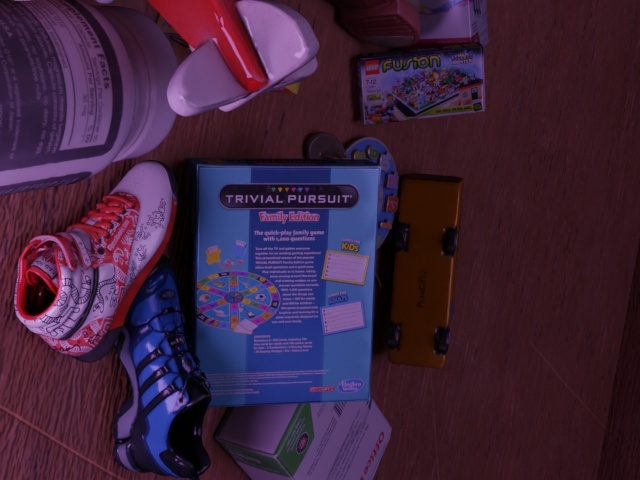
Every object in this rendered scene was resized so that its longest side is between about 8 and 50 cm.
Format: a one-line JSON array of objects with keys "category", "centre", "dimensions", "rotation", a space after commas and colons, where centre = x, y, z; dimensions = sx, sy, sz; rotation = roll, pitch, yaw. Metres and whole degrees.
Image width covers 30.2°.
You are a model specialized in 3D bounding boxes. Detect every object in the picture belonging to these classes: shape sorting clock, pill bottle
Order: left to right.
[{"category": "pill bottle", "centre": [-0.318, -0.147, 1.183], "dimensions": [0.361, 0.204, 0.204], "rotation": [-16, 111, -56]}, {"category": "shape sorting clock", "centre": [0.074, -0.071, 1.985], "dimensions": [0.206, 0.040, 0.206], "rotation": [-21, 115, -55]}]

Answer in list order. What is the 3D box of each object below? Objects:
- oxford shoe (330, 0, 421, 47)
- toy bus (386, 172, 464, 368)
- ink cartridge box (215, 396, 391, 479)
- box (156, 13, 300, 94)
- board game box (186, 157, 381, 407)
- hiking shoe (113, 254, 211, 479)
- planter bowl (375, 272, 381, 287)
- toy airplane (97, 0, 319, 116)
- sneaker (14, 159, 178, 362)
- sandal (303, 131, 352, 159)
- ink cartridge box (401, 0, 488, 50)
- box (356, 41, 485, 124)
[{"category": "oxford shoe", "centre": [0.049, -0.438, 1.785], "dimensions": [0.397, 0.141, 0.146], "rotation": [43, 51, -62]}, {"category": "toy bus", "centre": [0.188, 0.053, 2.113], "dimensions": [0.130, 0.108, 0.332], "rotation": [-39, 134, -76]}, {"category": "ink cartridge box", "centre": [-0.017, 0.304, 1.856], "dimensions": [0.211, 0.122, 0.289], "rotation": [-62, 144, -28]}, {"category": "box", "centre": [-0.116, -0.262, 1.592], "dimensions": [0.232, 0.087, 0.058], "rotation": [23, 80, -59]}, {"category": "board game box", "centre": [-0.054, 0.056, 1.637], "dimensions": [0.254, 0.079, 0.335], "rotation": [0, 101, -14]}, {"category": "hiking shoe", "centre": [-0.191, 0.164, 1.533], "dimensions": [0.113, 0.132, 0.303], "rotation": [-22, 116, -54]}, {"category": "planter bowl", "centre": [0.000, 0.000, 1.796], "dimensions": [0.090, 0.217, 0.217], "rotation": [-30, 135, -1]}, {"category": "toy airplane", "centre": [-0.124, -0.314, 1.146], "dimensions": [0.385, 0.272, 0.386], "rotation": [20, 43, -18]}, {"category": "sneaker", "centre": [-0.267, 0.002, 1.411], "dimensions": [0.145, 0.090, 0.270], "rotation": [44, 63, -56]}, {"category": "sandal", "centre": [0.038, -0.097, 1.878], "dimensions": [0.072, 0.049, 0.180], "rotation": [-44, 118, -27]}, {"category": "ink cartridge box", "centre": [0.209, -0.408, 2.015], "dimensions": [0.128, 0.127, 0.176], "rotation": [-48, 136, -58]}, {"category": "box", "centre": [0.166, -0.259, 1.955], "dimensions": [0.036, 0.207, 0.114], "rotation": [-113, -163, -68]}]
